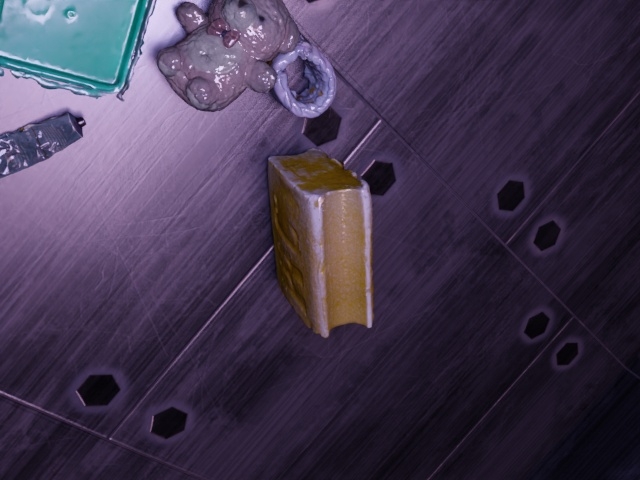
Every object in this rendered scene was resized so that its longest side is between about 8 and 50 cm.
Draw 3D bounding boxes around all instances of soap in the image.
[{"bbox_3d":[0.000,0.000,1.398,0.156,0.293,0.334,-11,118,-16],"label":"soap"}]

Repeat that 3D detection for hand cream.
[{"bbox_3d":[-0.552,-0.169,1.206,0.248,0.052,0.075,-27,121,-10],"label":"hand cream"}]

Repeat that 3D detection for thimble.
[{"bbox_3d":[-0.043,-0.331,1.325,0.127,0.118,0.151,-40,123,0],"label":"thimble"}]

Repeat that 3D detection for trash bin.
[{"bbox_3d":[-0.393,-0.366,0.978,0.295,0.381,0.259,8,115,-38],"label":"trash bin"}]

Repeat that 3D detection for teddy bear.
[{"bbox_3d":[-0.172,-0.364,1.224,0.267,0.151,0.236,-45,85,7],"label":"teddy bear"}]
